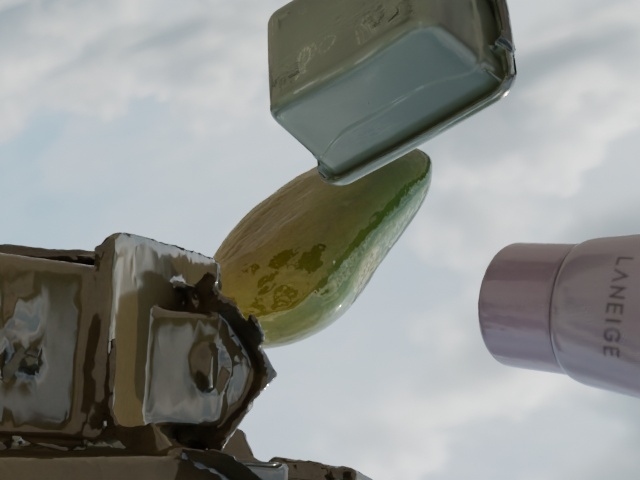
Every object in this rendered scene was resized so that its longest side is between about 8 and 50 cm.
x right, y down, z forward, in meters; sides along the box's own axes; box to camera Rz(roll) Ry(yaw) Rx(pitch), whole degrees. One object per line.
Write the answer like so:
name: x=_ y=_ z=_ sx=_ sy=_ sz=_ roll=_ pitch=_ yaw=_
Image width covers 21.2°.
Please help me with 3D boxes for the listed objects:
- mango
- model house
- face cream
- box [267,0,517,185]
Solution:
mango: x=-0.006 y=0.000 z=1.414 sx=0.137 sy=0.091 sz=0.237 roll=6 pitch=-139 yaw=39
model house: x=-0.040 y=0.092 z=0.534 sx=0.248 sy=0.181 sz=0.176 roll=6 pitch=175 yaw=-39
face cream: x=0.239 y=0.053 z=1.135 sx=0.274 sy=0.154 sz=0.096 roll=2 pitch=164 yaw=40
box: x=0.039 y=-0.130 z=1.176 sx=0.172 sy=0.093 sz=0.124 roll=-29 pitch=-133 yaw=28
